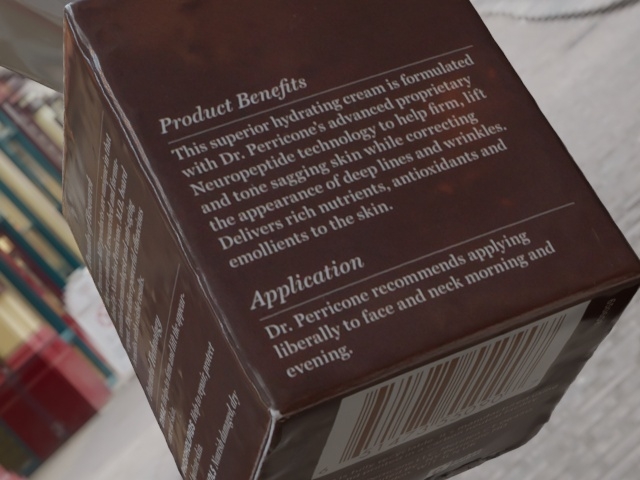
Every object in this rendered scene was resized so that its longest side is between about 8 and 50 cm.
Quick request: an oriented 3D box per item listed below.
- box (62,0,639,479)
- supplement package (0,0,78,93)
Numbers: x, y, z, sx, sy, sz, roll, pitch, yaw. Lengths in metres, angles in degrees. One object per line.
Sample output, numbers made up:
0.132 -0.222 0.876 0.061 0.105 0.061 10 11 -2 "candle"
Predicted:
0.000 0.000 0.641 0.168 0.203 0.167 -19 -26 -20 "box"
-0.166 -0.229 1.176 0.149 0.194 0.203 -31 38 67 "supplement package"
